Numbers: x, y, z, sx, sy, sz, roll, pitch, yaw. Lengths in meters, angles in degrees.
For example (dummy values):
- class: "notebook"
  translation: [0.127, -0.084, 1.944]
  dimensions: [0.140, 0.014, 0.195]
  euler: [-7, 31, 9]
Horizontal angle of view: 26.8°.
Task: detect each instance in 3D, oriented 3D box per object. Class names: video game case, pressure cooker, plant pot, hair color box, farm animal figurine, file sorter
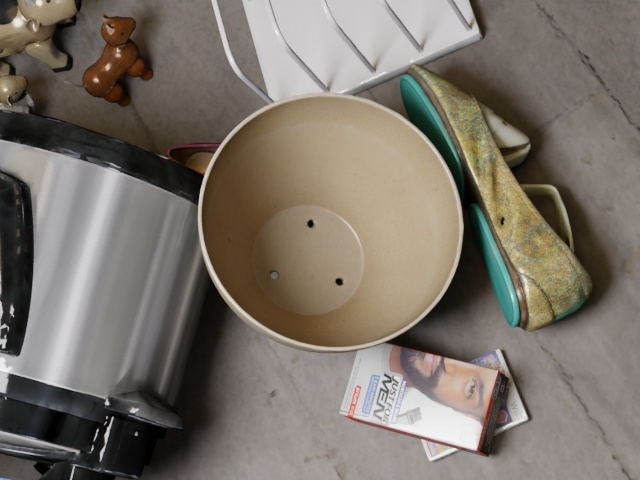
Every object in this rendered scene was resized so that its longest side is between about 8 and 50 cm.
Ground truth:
- class: "video game case"
  translation: [0.162, 0.185, 1.503]
  dimensions: [0.122, 0.011, 0.087]
  euler: [-26, 66, 14]
- class: "pressure cooker"
  translation: [-0.320, 0.095, 1.539]
  dimensions: [0.375, 0.370, 0.420]
  euler: [18, 81, -13]
- class: "plant pot"
  translation: [0.000, 0.000, 1.506]
  dimensions: [0.284, 0.191, 0.284]
  euler: [2, 75, -8]
- class: "hair color box"
  translation: [0.114, 0.172, 1.490]
  dimensions: [0.167, 0.053, 0.093]
  euler: [11, 79, 25]
- class: "farm animal figurine"
  translation: [-0.380, -0.323, 1.796]
  dimensions: [0.326, 0.172, 0.330]
  euler: [-24, 67, 15]
- class: "file sorter"
  translation: [0.018, -0.301, 1.621]
  dimensions: [0.277, 0.173, 0.193]
  euler: [-22, 66, 16]

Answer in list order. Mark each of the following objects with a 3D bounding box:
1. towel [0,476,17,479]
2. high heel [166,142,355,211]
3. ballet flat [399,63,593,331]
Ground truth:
- class: "towel"
  translation: [-0.394, 0.313, 1.502]
  dimensions: [0.243, 0.336, 0.040]
  euler: [14, 58, 9]
- class: "high heel"
  translation: [-0.062, -0.085, 1.620]
  dimensions: [0.244, 0.117, 0.082]
  euler: [8, 77, 25]
- class: "ballet flat"
  translation: [0.202, -0.061, 1.514]
  dimensions: [0.123, 0.123, 0.349]
  euler: [-29, 65, 13]
